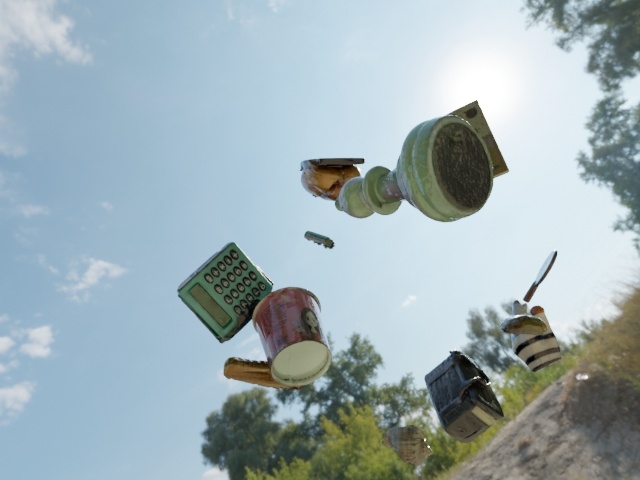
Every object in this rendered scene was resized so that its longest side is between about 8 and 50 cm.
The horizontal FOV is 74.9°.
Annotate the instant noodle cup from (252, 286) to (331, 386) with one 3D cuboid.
[{"bbox_3d":[-0.084,0.309,1.336,0.242,0.231,0.243,-8,-58,-13],"label":"instant noodle cup"}]

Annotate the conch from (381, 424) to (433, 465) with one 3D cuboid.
[{"bbox_3d":[0.354,0.820,1.697,0.130,0.206,0.156,24,-104,-64],"label":"conch"}]

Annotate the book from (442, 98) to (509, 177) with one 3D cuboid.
[{"bbox_3d":[0.503,-0.328,1.479,0.216,0.311,0.021,-23,-26,23],"label":"book"}]

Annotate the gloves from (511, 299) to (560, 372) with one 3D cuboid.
[{"bbox_3d":[0.671,0.300,1.351,0.131,0.219,0.140,-24,-29,-3],"label":"gloves"}]

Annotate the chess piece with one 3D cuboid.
[{"bbox_3d":[0.107,-0.079,0.637,0.139,0.139,0.271,-7,-4,-35],"label":"chess piece"}]

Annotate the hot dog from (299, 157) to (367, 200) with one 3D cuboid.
[{"bbox_3d":[0.036,-0.167,1.162,0.193,0.326,0.108,0,-82,3],"label":"hot dog"}]

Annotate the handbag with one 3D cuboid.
[{"bbox_3d":[0.466,0.495,1.344,0.181,0.255,0.181,32,-67,-19],"label":"handbag"}]

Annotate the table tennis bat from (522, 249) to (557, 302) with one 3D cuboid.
[{"bbox_3d":[0.665,0.124,1.168,0.107,0.119,0.170,-26,-40,-59],"label":"table tennis bat"}]

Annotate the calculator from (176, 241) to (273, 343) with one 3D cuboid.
[{"bbox_3d":[-0.309,0.170,1.413,0.274,0.058,0.248,-44,-71,-20],"label":"calculator"}]

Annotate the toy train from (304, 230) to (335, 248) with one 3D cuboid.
[{"bbox_3d":[0.000,0.000,1.687,0.071,0.147,0.038,35,-101,-42],"label":"toy train"}]

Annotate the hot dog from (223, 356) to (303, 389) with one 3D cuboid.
[{"bbox_3d":[-0.182,0.436,1.377,0.288,0.068,0.083,18,-93,-23],"label":"hot dog"}]

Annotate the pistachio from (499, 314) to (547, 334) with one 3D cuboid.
[{"bbox_3d":[0.546,0.220,1.103,0.172,0.089,0.049,5,-92,-33],"label":"pistachio"}]
